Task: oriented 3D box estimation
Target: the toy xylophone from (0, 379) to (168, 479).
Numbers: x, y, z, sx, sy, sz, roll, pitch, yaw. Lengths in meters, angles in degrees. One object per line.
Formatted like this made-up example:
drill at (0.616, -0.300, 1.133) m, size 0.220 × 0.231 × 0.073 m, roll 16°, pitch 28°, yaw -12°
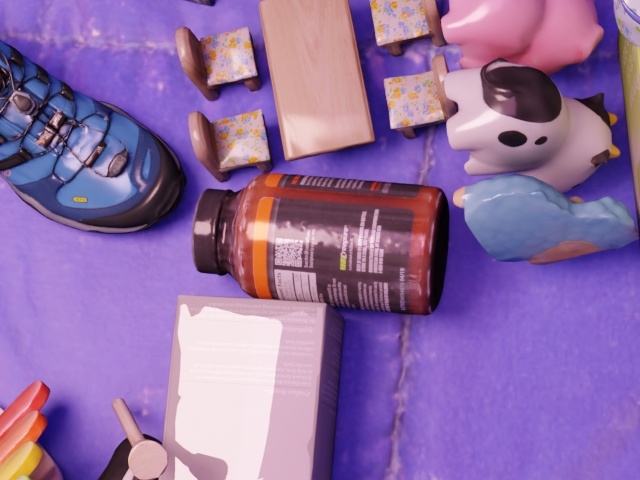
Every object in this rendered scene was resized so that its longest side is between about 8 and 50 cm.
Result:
toy xylophone at (-0.235, 0.202, 1.146) m, size 0.081 × 0.322 × 0.236 m, roll 44°, pitch 80°, yaw -18°

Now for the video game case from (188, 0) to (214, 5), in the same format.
video game case at (-0.198, -0.331, 1.364) m, size 0.274 × 0.026 × 0.196 m, roll 15°, pitch 81°, yaw 12°

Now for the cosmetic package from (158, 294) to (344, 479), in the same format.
cosmetic package at (-0.055, 0.166, 1.195) m, size 0.127 × 0.107 × 0.238 m, roll 5°, pitch 82°, yaw 11°

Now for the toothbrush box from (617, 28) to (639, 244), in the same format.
toothbrush box at (0.294, -0.056, 1.125) m, size 0.122 × 0.206 × 0.283 m, roll -7°, pitch 78°, yaw 8°

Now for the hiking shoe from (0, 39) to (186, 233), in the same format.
hiking shoe at (-0.256, -0.099, 1.268) m, size 0.304 × 0.132 × 0.113 m, roll 27°, pitch 84°, yaw 14°

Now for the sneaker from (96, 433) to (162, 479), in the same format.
sneaker at (-0.217, 0.276, 1.200) m, size 0.124 × 0.107 × 0.283 m, roll 18°, pitch 81°, yaw 20°

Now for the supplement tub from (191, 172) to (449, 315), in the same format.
supplement tub at (0.000, 0.000, 1.217) m, size 0.198 × 0.106 × 0.106 m, roll 6°, pitch 79°, yaw 11°

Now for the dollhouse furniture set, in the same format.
dollhouse furniture set at (-0.015, -0.192, 1.231) m, size 0.212 × 0.161 × 0.242 m, roll -12°, pitch 76°, yaw 7°

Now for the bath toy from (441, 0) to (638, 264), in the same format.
bath toy at (0.170, -0.160, 1.206) m, size 0.129 × 0.151 × 0.348 m, roll -11°, pitch 69°, yaw 19°

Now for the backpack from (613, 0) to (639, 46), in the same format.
backpack at (0.252, -0.180, 1.009) m, size 0.114 × 0.084 × 0.105 m, roll 2°, pitch 76°, yaw 13°
